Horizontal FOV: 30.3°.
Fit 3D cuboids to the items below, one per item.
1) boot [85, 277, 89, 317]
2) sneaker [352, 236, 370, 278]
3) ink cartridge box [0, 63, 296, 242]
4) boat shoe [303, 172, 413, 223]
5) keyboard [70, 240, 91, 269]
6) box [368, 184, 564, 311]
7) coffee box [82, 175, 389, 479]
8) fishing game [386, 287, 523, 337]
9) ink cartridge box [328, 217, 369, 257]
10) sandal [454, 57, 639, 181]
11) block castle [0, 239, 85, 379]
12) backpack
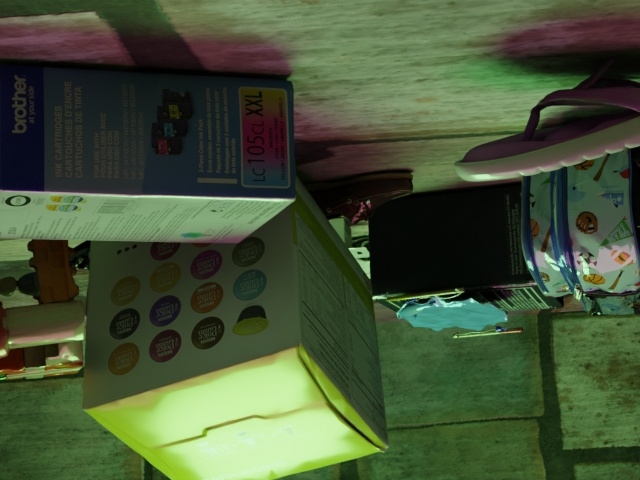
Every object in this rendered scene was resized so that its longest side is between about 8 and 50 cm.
[{"bbox_3d":[-0.368,0.145,2.456,0.283,0.220,0.109,-6,169,19],"label":"boot"},{"bbox_3d":[0.076,0.033,2.392,0.094,0.090,0.235,22,153,-37],"label":"sneaker"},{"bbox_3d":[-0.253,-0.092,1.380,0.395,0.151,0.270,-1,169,-19],"label":"ink cartridge box"},{"bbox_3d":[0.051,-0.060,1.856,0.207,0.073,0.073,-10,167,27],"label":"boat shoe"},{"bbox_3d":[-0.371,0.013,2.006,0.201,0.033,0.317,-35,-169,-37],"label":"keyboard"},{"bbox_3d":[0.258,0.027,2.071,0.294,0.183,0.296,-7,167,16],"label":"box"},{"bbox_3d":[-0.123,0.148,1.787,0.337,0.334,0.338,-18,140,16],"label":"coffee box"},{"bbox_3d":[0.220,0.117,1.972,0.189,0.041,0.264,-10,157,33],"label":"fishing game"},{"bbox_3d":[0.000,0.000,2.195,0.181,0.062,0.104,-3,169,9],"label":"ink cartridge box"},{"bbox_3d":[0.346,-0.159,1.347,0.416,0.102,0.169,-15,-175,0],"label":"sandal"},{"bbox_3d":[-0.467,0.049,1.699,0.212,0.303,0.453,-6,171,-15],"label":"block castle"},{"bbox_3d":[0.379,-0.042,1.602,0.213,0.277,0.263,-6,156,12],"label":"backpack"}]
